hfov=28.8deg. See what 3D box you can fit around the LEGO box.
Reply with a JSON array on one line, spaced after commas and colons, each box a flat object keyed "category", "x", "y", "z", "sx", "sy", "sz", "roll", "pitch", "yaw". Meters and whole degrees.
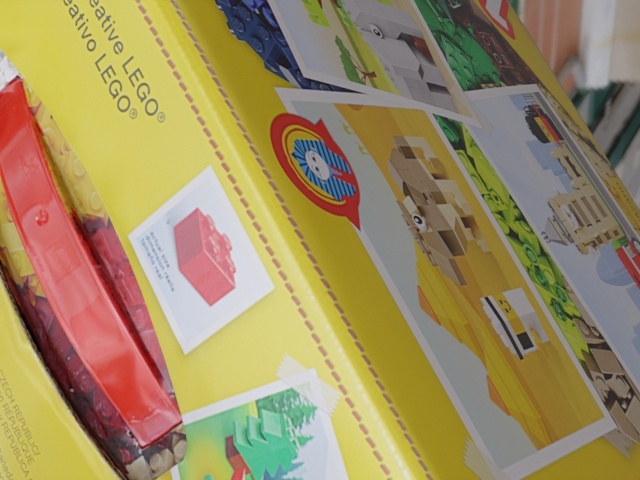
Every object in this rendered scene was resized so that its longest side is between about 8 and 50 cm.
[{"category": "LEGO box", "x": 0.000, "y": 0.000, "z": 0.607, "sx": 0.193, "sy": 0.372, "sz": 0.500, "roll": -37, "pitch": 73, "yaw": 28}]
